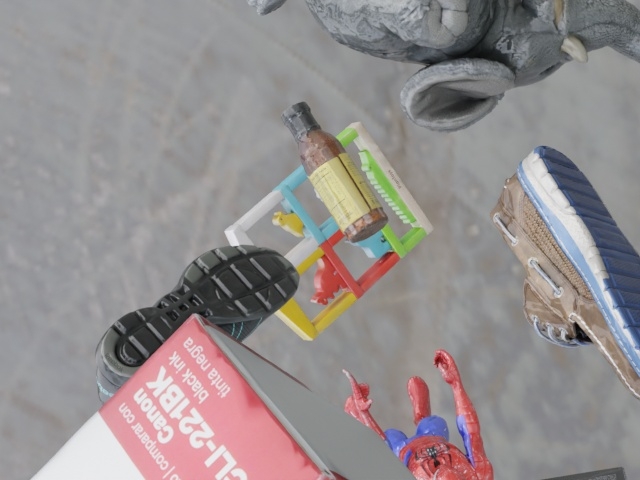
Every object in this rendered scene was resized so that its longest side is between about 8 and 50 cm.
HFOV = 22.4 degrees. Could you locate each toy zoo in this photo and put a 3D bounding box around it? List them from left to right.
[{"bbox_3d":[0.000,0.000,2.203,0.192,0.293,0.030,54,158,-15],"label":"toy zoo"}]

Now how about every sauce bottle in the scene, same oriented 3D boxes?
[{"bbox_3d":[0.010,-0.059,1.364,0.128,0.042,0.042,60,153,16],"label":"sauce bottle"}]

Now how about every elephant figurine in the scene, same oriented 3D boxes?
[{"bbox_3d":[0.111,-0.157,1.166,0.186,0.169,0.239,34,180,43],"label":"elephant figurine"}]

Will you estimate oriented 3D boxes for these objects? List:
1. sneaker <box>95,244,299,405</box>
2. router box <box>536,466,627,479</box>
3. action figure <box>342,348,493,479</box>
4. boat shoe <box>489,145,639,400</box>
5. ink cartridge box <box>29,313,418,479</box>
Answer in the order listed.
[{"bbox_3d":[-0.136,0.092,1.725,0.101,0.267,0.106,46,144,21],"label":"sneaker"},{"bbox_3d":[0.140,0.348,1.425,0.081,0.309,0.243,-63,-39,-77],"label":"router box"},{"bbox_3d":[0.068,0.133,1.287,0.280,0.091,0.139,-133,25,-77],"label":"action figure"},{"bbox_3d":[0.158,0.030,0.962,0.066,0.066,0.183,-48,46,29],"label":"boat shoe"},{"bbox_3d":[-0.077,0.193,0.752,0.114,0.273,0.197,46,-177,36],"label":"ink cartridge box"}]
